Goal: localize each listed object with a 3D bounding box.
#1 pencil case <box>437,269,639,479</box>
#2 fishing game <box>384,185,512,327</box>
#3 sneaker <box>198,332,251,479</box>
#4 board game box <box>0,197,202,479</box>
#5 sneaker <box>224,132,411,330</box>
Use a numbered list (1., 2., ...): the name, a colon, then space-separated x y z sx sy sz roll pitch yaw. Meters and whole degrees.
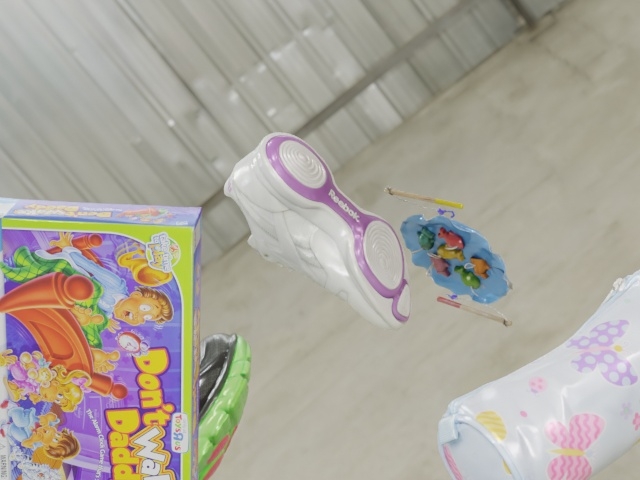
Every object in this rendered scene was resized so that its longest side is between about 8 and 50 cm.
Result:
1. pencil case: 0.232 0.135 1.125 0.273 0.124 0.113 -32 12 -25
2. fishing game: 0.191 0.033 1.846 0.189 0.264 0.041 18 58 36
3. sneaker: -0.243 0.260 1.620 0.483 0.202 0.185 -49 -13 -44
4. board game box: -0.252 0.133 1.412 0.233 0.347 0.078 2 17 1
5. sneaker: 0.000 0.000 1.668 0.152 0.305 0.114 -32 12 42
